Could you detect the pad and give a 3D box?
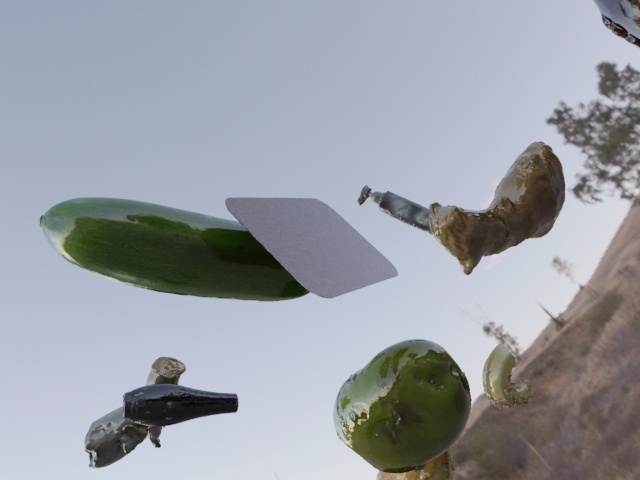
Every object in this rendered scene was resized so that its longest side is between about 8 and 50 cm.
[{"bbox_3d":[0.000,0.000,0.747,0.002,0.176,0.266,-54,-20,20],"label":"pad"}]

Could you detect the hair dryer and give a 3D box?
[{"bbox_3d":[-0.266,0.329,1.044,0.195,0.075,0.219,6,-40,-22],"label":"hair dryer"}]

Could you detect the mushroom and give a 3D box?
[{"bbox_3d":[-0.357,0.333,1.108,0.278,0.099,0.096,-44,-72,8],"label":"mushroom"}]

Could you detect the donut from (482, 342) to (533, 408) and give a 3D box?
[{"bbox_3d":[0.445,0.342,1.379,0.108,0.065,0.166,-37,-71,-28],"label":"donut"}]

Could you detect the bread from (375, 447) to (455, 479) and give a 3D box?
[{"bbox_3d":[0.185,0.570,1.192,0.236,0.164,0.376,74,-154,-75],"label":"bread"}]

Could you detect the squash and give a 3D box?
[{"bbox_3d":[-0.139,0.020,0.726,0.394,0.107,0.107,13,-55,-34],"label":"squash"}]

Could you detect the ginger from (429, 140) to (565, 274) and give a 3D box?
[{"bbox_3d":[0.229,-0.044,0.709,0.294,0.086,0.131,-19,-58,-45],"label":"ginger"}]

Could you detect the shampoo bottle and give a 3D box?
[{"bbox_3d":[0.190,-0.078,1.412,0.064,0.207,0.057,-59,-20,-13],"label":"shampoo bottle"}]

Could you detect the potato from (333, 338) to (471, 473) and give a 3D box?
[{"bbox_3d":[0.116,0.247,0.837,0.186,0.149,0.253,-6,-47,-14],"label":"potato"}]

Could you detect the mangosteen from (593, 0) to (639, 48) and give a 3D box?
[{"bbox_3d":[0.567,-0.455,0.835,0.306,0.306,0.360,-12,-34,-41],"label":"mangosteen"}]
